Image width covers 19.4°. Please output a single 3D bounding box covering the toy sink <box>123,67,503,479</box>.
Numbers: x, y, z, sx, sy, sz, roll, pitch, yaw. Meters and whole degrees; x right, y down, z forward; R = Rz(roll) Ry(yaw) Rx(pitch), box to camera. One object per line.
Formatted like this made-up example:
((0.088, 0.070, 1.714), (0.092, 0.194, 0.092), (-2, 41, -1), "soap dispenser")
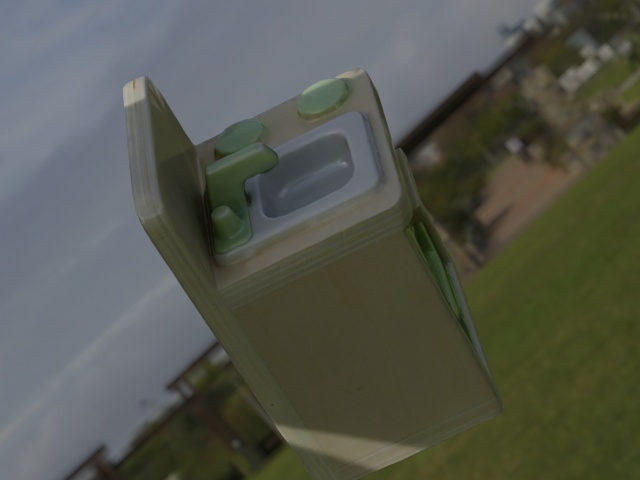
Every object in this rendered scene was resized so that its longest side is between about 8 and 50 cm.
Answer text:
((0.000, 0.000, 1.092), (0.131, 0.234, 0.153), (-26, 34, 8), "toy sink")
